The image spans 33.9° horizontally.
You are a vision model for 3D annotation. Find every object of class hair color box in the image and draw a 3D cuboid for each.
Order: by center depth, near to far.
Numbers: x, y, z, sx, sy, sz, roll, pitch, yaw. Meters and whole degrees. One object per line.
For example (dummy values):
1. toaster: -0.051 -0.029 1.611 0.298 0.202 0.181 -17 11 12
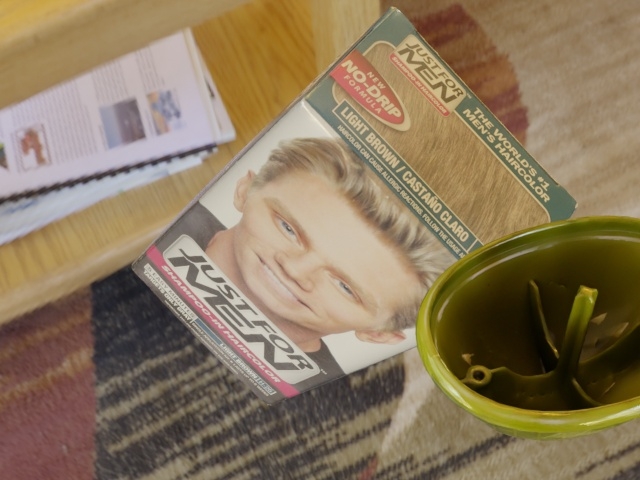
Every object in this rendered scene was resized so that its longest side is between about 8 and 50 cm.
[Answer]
1. hair color box: 0.000 0.000 0.760 0.174 0.347 0.105 45 58 -6

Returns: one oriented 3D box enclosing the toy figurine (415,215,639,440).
1. toy figurine: 0.218 0.069 0.488 0.362 0.217 0.191 -21 65 -14
